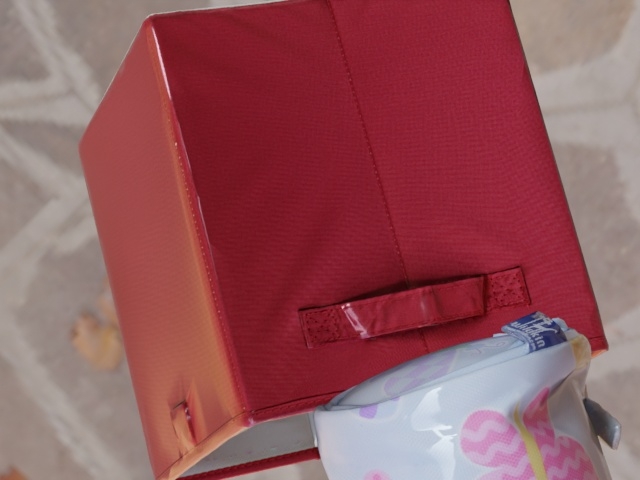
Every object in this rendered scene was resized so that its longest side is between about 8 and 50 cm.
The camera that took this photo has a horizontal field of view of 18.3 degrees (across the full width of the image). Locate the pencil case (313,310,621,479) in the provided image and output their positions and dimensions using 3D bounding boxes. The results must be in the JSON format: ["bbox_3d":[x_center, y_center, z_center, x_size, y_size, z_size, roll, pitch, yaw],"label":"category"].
[{"bbox_3d":[0.087,0.169,0.788,0.113,0.124,0.273,-17,88,39],"label":"pencil case"}]

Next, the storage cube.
[{"bbox_3d":[0.000,0.000,0.972,0.215,0.183,0.193,137,120,-68],"label":"storage cube"}]
